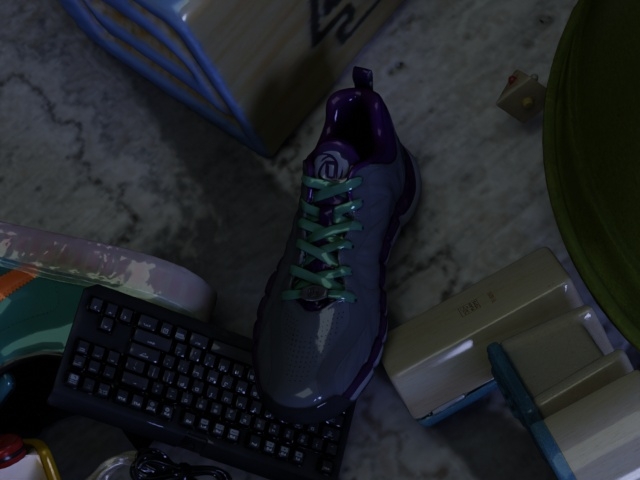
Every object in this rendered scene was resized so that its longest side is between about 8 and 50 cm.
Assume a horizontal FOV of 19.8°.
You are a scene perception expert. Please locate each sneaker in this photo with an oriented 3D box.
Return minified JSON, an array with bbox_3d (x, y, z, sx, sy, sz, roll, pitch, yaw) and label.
[{"bbox_3d":[0.000,0.000,1.095,0.083,0.098,0.223,0,48,18],"label":"sneaker"},{"bbox_3d":[-0.222,0.057,1.163,0.302,0.108,0.121,8,65,19],"label":"sneaker"}]

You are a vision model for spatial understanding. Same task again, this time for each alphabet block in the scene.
[{"bbox_3d":[-0.062,-0.207,1.186,0.192,0.193,0.197,34,80,25],"label":"alphabet block"}]

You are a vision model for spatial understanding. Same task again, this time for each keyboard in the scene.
[{"bbox_3d":[-0.070,0.102,1.092,0.180,0.023,0.108,20,70,-12],"label":"keyboard"}]

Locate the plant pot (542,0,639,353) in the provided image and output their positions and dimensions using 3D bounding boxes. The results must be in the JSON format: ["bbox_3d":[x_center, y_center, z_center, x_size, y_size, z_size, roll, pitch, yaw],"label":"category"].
[{"bbox_3d":[0.303,-0.112,0.900,0.366,0.353,0.366,-1,72,3],"label":"plant pot"}]

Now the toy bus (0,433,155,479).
[{"bbox_3d":[-0.230,0.169,1.113,0.191,0.202,0.104,-63,25,3],"label":"toy bus"}]

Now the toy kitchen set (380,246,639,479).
[{"bbox_3d":[0.138,0.134,1.047,0.122,0.166,0.207,-29,25,2],"label":"toy kitchen set"}]

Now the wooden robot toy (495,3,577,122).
[{"bbox_3d":[0.185,-0.135,1.151,0.173,0.076,0.079,-20,52,7],"label":"wooden robot toy"}]
